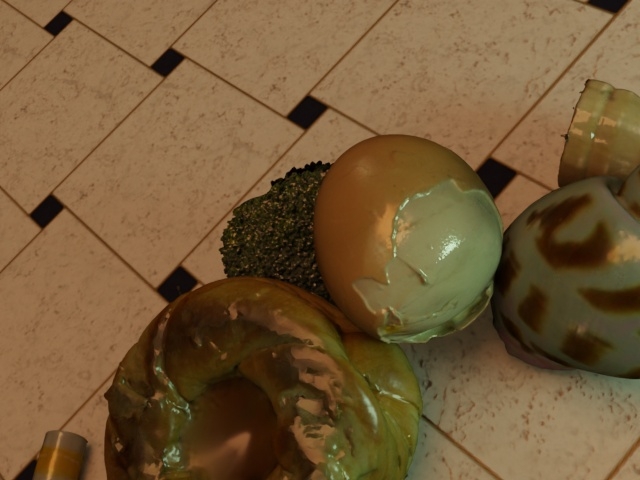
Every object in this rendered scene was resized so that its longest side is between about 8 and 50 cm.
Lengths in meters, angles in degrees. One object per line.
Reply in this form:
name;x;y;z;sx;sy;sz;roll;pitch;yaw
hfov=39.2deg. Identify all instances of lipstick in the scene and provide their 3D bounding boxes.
lipstick;-0.354;0.375;1.135;0.059;0.059;0.263;-6;57;22

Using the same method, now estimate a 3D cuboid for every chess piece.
chess piece;0.436;-0.090;1.037;0.301;0.137;0.137;16;67;21

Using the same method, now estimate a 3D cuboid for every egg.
egg;0.088;-0.011;0.971;0.201;0.201;0.244;-29;48;6

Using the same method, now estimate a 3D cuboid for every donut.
donut;-0.068;0.210;1.005;0.361;0.170;0.360;-4;81;24

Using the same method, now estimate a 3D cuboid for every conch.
conch;0.340;0.012;0.934;0.368;0.197;0.249;-44;75;8

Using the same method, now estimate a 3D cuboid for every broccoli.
broccoli;0.002;-0.001;1.141;0.226;0.197;0.176;-31;6;-29

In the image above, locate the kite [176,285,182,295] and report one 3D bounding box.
kite;-0.185;0.091;1.274;0.044;0.002;0.078;-16;54;15
